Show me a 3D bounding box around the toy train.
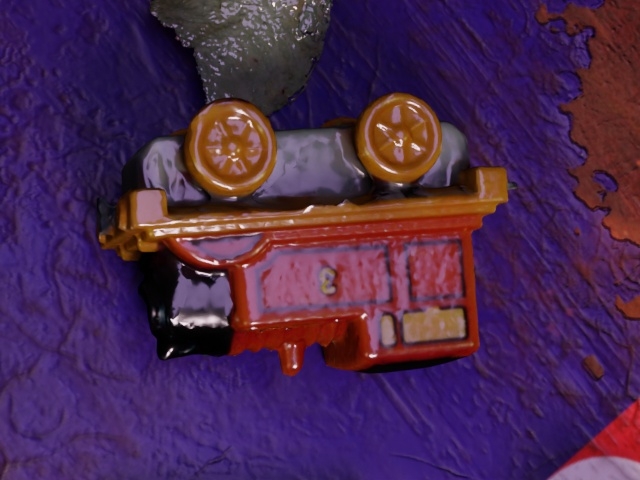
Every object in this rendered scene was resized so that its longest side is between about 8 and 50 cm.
[{"bbox_3d":[0.000,0.000,1.300,0.369,0.163,0.231,-5,84,-18],"label":"toy train"}]

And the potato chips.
[{"bbox_3d":[-0.075,-0.226,1.396,0.167,0.059,0.228,-26,83,-12],"label":"potato chips"}]
